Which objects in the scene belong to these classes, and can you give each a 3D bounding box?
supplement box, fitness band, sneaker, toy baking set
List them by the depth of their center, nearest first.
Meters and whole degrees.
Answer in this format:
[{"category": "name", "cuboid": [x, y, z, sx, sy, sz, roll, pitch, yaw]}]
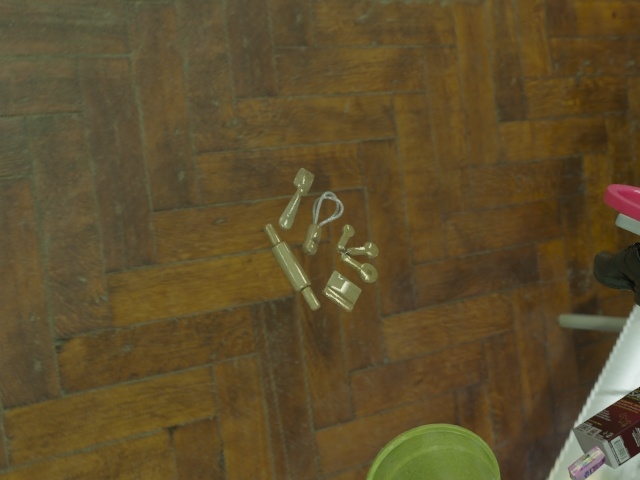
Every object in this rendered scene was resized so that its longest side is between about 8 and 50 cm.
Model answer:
[{"category": "toy baking set", "cuboid": [-0.004, 0.003, 1.401, 0.197, 0.030, 0.256, -29, 80, -43]}, {"category": "fitness band", "cuboid": [0.707, -0.040, 1.651, 0.209, 0.291, 0.054, -15, 126, -48]}, {"category": "sneaker", "cuboid": [0.705, 0.056, 1.828, 0.109, 0.286, 0.130, -7, 105, -12]}, {"category": "supplement box", "cuboid": [0.715, 0.414, 1.877, 0.239, 0.130, 0.073, -28, 98, -12]}]

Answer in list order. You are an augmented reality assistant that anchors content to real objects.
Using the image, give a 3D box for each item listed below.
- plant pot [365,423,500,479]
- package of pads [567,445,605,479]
[{"category": "plant pot", "cuboid": [0.237, 0.518, 1.502, 0.276, 0.254, 0.276, -2, 106, -7]}, {"category": "package of pads", "cuboid": [0.561, 0.474, 1.735, 0.083, 0.032, 0.050, -36, 140, -8]}]
